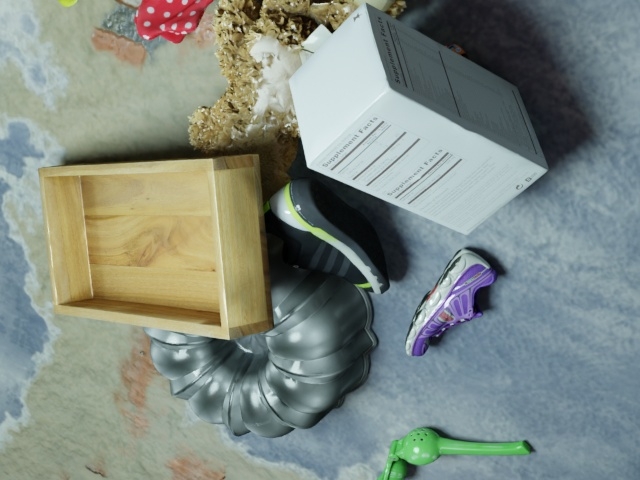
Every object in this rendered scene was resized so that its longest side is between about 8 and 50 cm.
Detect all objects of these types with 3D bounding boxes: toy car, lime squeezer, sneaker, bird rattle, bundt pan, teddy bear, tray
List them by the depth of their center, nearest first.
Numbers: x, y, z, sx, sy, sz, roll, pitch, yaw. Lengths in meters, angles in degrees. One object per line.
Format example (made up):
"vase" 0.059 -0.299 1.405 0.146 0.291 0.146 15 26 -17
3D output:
"toy car" 0.127 -0.185 1.374 0.122 0.060 0.041 -42 62 26
"teddy bear" -0.027 -0.212 1.408 0.245 0.113 0.338 14 113 6
"bird rattle" -0.236 -0.354 1.409 0.253 0.143 0.207 17 104 12
"sneaker" 0.000 0.000 1.451 0.097 0.084 0.234 -25 137 21
"tray" -0.217 0.001 1.477 0.411 0.076 0.203 2 100 50
"sneaker" 0.163 0.091 1.486 0.071 0.068 0.170 32 122 -1
"bundt pan" -0.097 0.130 1.583 0.330 0.124 0.331 10 119 19
"lime squeezer" 0.132 0.312 1.625 0.110 0.059 0.310 33 127 -31

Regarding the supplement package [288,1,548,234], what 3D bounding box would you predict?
"supplement package" 0.106 -0.127 1.289 0.244 0.139 0.134 22 131 -35
